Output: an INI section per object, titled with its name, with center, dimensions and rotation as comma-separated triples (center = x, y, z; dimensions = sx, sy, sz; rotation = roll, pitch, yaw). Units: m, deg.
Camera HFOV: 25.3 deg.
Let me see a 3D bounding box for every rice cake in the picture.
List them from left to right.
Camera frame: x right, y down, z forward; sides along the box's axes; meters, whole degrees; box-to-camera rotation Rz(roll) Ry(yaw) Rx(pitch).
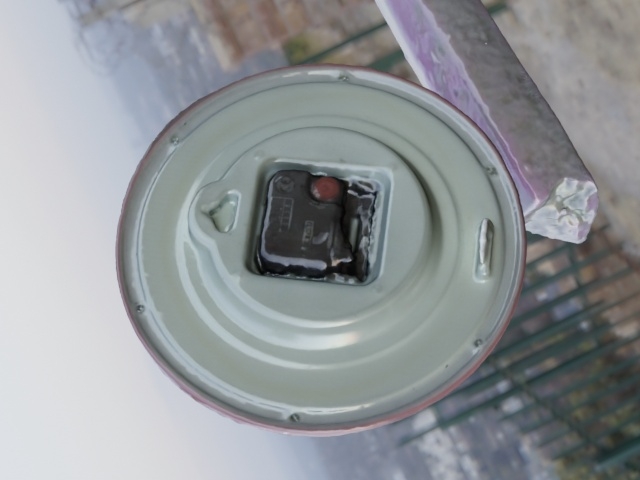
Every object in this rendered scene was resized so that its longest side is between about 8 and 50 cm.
[rice cake]
center = 0.078, -0.154, 0.975
dimensions = 0.365, 0.056, 0.073
rotation = 63, 162, 14

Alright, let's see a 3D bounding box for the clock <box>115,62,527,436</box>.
[clock]
center = 0.000, 0.000, 0.841
dimensions = 0.056, 0.244, 0.244
rotation = 81, 164, -63
